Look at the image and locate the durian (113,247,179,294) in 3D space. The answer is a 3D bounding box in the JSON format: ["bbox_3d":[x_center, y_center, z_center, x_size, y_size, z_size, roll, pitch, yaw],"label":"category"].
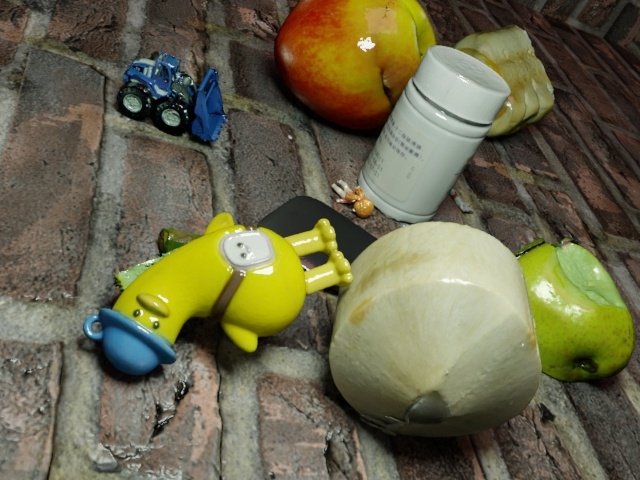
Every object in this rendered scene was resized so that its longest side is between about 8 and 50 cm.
[{"bbox_3d":[-0.196,0.056,1.040,0.215,0.100,0.086,-12,54,-34],"label":"durian"}]

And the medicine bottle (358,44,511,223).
[{"bbox_3d":[0.226,-0.215,1.465,0.189,0.332,0.190,18,36,-14],"label":"medicine bottle"}]

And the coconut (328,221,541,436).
[{"bbox_3d":[0.167,0.136,1.035,0.322,0.323,0.323,18,36,-14],"label":"coconut"}]

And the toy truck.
[{"bbox_3d":[-0.275,-0.284,1.390,0.208,0.126,0.113,22,35,-10],"label":"toy truck"}]

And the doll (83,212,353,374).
[{"bbox_3d":[-0.141,0.065,0.981,0.362,0.145,0.200,-17,72,-20],"label":"doll"}]

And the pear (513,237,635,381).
[{"bbox_3d":[0.469,0.137,1.350,0.292,0.159,0.292,19,39,-16],"label":"pear"}]

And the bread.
[{"bbox_3d":[0.474,-0.427,2.014,0.341,0.210,0.301,-28,86,-43],"label":"bread"}]

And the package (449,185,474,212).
[{"bbox_3d":[0.314,-0.104,1.662,0.037,0.015,0.110,4,43,-39],"label":"package"}]

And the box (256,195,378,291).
[{"bbox_3d":[0.000,0.000,1.296,0.201,0.042,0.212,34,34,7],"label":"box"}]

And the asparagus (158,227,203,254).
[{"bbox_3d":[-0.172,0.015,1.162,0.178,0.041,0.045,10,47,-26],"label":"asparagus"}]

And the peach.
[{"bbox_3d":[0.078,-0.423,1.649,0.369,0.370,0.370,18,36,-14],"label":"peach"}]

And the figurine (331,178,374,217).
[{"bbox_3d":[0.063,-0.089,1.452,0.064,0.047,0.109,-34,58,-20],"label":"figurine"}]
